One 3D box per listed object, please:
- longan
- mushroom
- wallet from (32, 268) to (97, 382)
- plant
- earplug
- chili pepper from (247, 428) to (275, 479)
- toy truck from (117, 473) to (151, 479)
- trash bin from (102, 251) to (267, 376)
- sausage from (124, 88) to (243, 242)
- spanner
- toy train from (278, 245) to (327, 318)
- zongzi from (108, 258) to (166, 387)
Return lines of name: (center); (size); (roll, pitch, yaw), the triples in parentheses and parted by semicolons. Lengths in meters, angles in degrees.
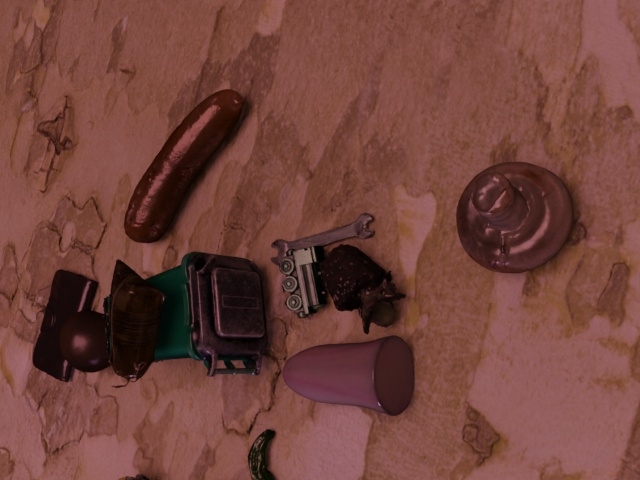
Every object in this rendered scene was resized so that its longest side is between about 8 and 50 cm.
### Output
longan: (-0.634, 0.277, 2.235); (0.189, 0.189, 0.189); (-5, 80, 30)
mushroom: (0.377, -0.055, 1.643); (0.243, 0.243, 0.244); (-5, 80, 30)
wallet: (-0.756, 0.245, 2.378); (0.165, 0.042, 0.310); (16, 91, 30)
plant: (0.094, 0.106, 1.839); (0.142, 0.131, 0.203); (-43, 54, 17)
earplug: (0.042, 0.304, 1.834); (0.301, 0.172, 0.172); (-7, 79, 36)
chili pepper: (-0.134, 0.551, 1.954); (0.073, 0.050, 0.182); (-24, 68, 33)
toy truck: (-0.516, 0.731, 2.056); (0.157, 0.124, 0.272); (-17, 39, 42)
trash bin: (-0.335, 0.207, 2.023); (0.381, 0.259, 0.295); (-15, 75, 35)
sausage: (-0.378, -0.204, 2.175); (0.136, 0.123, 0.501); (42, 103, 26)
spanner: (0.000, 0.000, 1.979); (0.301, 0.017, 0.071); (-16, 75, 28)
toy train: (-0.036, 0.099, 1.951); (0.111, 0.071, 0.171); (-14, 81, 22)
zongzi: (-0.456, 0.192, 1.915); (0.241, 0.111, 0.248); (30, 111, 57)
